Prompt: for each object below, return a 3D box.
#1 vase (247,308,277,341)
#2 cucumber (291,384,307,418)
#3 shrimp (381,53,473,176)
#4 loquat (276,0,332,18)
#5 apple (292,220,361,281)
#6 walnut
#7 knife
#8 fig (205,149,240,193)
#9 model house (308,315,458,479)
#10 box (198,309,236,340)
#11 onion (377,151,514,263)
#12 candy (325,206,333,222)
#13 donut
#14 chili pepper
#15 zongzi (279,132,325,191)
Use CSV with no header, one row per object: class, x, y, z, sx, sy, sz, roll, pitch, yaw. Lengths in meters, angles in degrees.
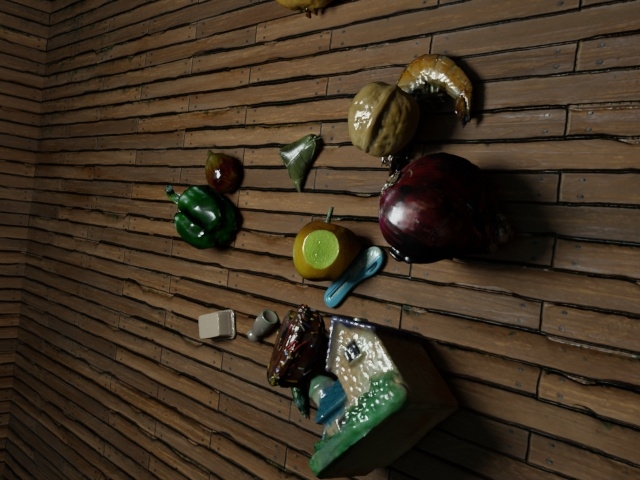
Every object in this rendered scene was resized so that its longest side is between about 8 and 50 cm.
vase,-0.166,0.241,1.708,0.101,0.053,0.053,-50,55,34
cucumber,-0.060,0.392,1.603,0.037,0.037,0.155,-35,63,37
shrimp,0.237,-0.267,1.360,0.222,0.054,0.291,29,107,41
loquat,-0.038,-0.710,1.573,0.238,0.193,0.239,-1,89,38
apple,0.013,0.033,1.485,0.163,0.146,0.147,15,86,12
walnut,0.133,-0.261,1.324,0.166,0.149,0.167,11,115,25
knife,0.078,0.092,1.497,0.222,0.031,0.064,-47,60,31
fig,-0.310,-0.218,1.857,0.109,0.103,0.155,-45,63,6
model house,0.087,0.318,1.323,0.312,0.245,0.280,-48,50,25
box,-0.317,0.259,1.847,0.122,0.062,0.089,-15,76,42
onion,0.225,-0.057,1.203,0.281,0.280,0.221,48,122,36
candy,0.000,0.000,1.583,0.055,0.049,0.185,19,92,12
donut,-0.057,0.266,1.507,0.230,0.095,0.216,131,159,-61
chili pepper,-0.371,-0.092,1.865,0.261,0.165,0.174,39,131,36
zongzi,-0.023,-0.215,1.628,0.154,0.062,0.131,-23,91,25
